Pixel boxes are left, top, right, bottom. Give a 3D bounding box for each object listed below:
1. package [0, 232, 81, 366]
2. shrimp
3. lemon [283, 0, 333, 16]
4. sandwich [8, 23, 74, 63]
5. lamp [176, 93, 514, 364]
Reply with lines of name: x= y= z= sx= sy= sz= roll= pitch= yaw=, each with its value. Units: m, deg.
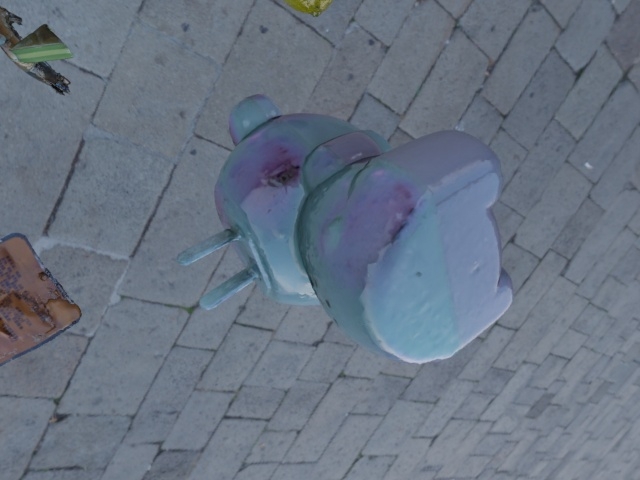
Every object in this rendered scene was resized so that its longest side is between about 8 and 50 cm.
package: x=-0.230 y=0.050 z=0.321 sx=0.110 sy=0.077 sz=0.033 roll=-32 pitch=173 yaw=-24
shrimp: x=-0.829 y=-0.543 z=1.372 sx=0.054 sy=0.222 sz=0.290 roll=-31 pitch=153 yaw=2
lemon: x=-0.010 y=-0.202 z=0.329 sx=0.065 sy=0.065 sz=0.093 roll=-13 pitch=114 yaw=-26
sandwich: x=-0.711 y=-0.479 z=1.233 sx=0.116 sy=0.074 sz=0.074 roll=-41 pitch=175 yaw=-9
lamp: x=0.000 y=0.000 z=0.464 sx=0.247 sy=0.301 sz=0.247 roll=-34 pitch=123 yaw=-19
